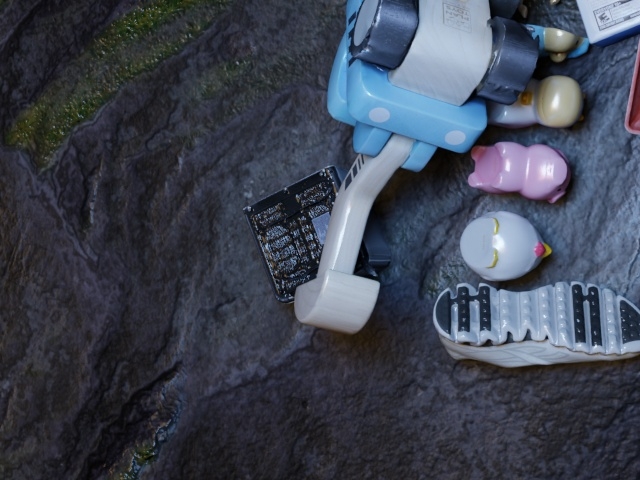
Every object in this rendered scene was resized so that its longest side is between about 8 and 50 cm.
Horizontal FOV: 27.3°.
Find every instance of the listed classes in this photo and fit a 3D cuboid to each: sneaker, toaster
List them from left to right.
[{"bbox_3d":[0.000,0.000,1.950,0.168,0.110,0.185,-26,78,24],"label":"toaster"},{"bbox_3d":[0.303,0.125,1.810,0.292,0.118,0.110,4,55,10],"label":"sneaker"}]

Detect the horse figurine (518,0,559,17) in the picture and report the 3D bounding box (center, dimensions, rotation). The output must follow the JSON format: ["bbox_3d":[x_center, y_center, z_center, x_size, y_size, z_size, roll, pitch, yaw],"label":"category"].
[{"bbox_3d":[0.225,-0.362,1.867,0.263,0.066,0.174,-37,73,28],"label":"horse figurine"}]

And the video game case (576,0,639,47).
[{"bbox_3d":[0.455,-0.421,1.758,0.270,0.061,0.244,-20,82,25],"label":"video game case"}]

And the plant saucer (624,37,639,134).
[{"bbox_3d":[0.530,-0.250,1.664,0.259,0.047,0.258,7,104,0],"label":"plant saucer"}]

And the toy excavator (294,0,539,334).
[{"bbox_3d":[0.094,-0.147,1.773,0.445,0.222,0.432,122,157,-47],"label":"toy excavator"}]

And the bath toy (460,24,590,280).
[{"bbox_3d":[0.287,-0.113,1.805,0.151,0.129,0.348,10,92,55],"label":"bath toy"}]
